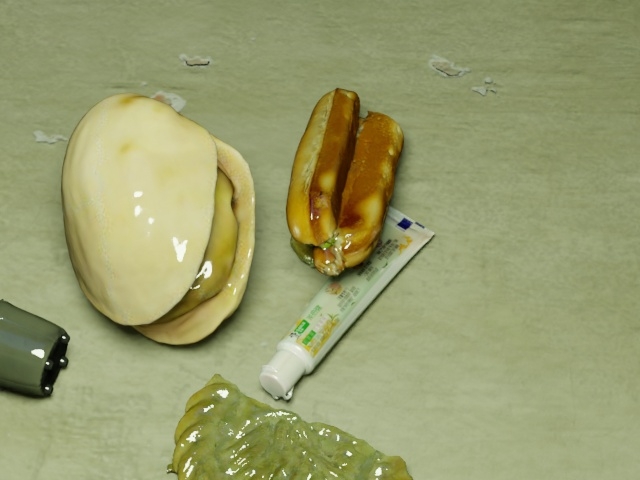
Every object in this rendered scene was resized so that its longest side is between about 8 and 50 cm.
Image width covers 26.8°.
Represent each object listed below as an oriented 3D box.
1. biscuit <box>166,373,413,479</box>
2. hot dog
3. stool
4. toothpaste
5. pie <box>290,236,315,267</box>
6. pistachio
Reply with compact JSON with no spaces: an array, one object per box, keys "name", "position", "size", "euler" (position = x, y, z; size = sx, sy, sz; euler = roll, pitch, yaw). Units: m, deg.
[{"name":"biscuit","position":[-0.048,0.262,1.468],"size":[0.274,0.036,0.187],"euler":[21,54,14]},{"name":"hot dog","position":[0.022,-0.069,1.659],"size":[0.135,0.100,0.337],"euler":[35,34,-15]},{"name":"stool","position":[-0.347,0.125,1.536],"size":[0.110,0.096,0.096],"euler":[20,54,6]},{"name":"toothpaste","position":[0.028,0.067,1.618],"size":[0.056,0.058,0.314],"euler":[-8,32,47]},{"name":"pie","position":[0.000,0.000,1.688],"size":[0.084,0.020,0.084],"euler":[2,49,-2]},{"name":"pistachio","position":[-0.196,-0.036,1.590],"size":[0.238,0.229,0.321],"euler":[-34,57,23]}]
